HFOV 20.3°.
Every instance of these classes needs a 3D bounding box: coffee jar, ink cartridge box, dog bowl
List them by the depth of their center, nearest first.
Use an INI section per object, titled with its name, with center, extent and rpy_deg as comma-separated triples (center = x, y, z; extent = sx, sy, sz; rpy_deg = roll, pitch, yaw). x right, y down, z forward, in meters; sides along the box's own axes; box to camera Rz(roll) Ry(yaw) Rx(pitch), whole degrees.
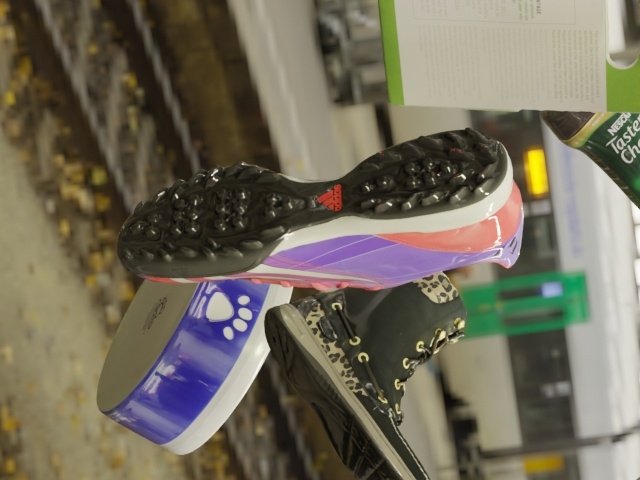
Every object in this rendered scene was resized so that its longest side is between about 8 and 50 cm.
[ink cartridge box]
center = 0.185, -0.215, 1.599
extent = 0.097, 0.255, 0.189
rpy_deg = -68, 157, -49
[coffee jar]
center = 0.324, -0.106, 1.879
extent = 0.184, 0.096, 0.079
rpy_deg = 39, 3, -11
[dog bowl]
center = -0.143, 0.102, 2.011
extent = 0.265, 0.104, 0.265
rpy_deg = -52, -161, 26

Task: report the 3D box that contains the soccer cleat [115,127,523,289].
[soccer cleat]
center = 0.000, 0.000, 1.384
extent = 0.116, 0.318, 0.108
rpy_deg = 67, 17, -44

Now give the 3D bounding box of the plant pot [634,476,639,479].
[plant pot]
center = 0.298, 0.272, 1.339
extent = 0.284, 0.284, 0.191
rpy_deg = 23, 81, -83

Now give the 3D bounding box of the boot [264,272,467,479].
[boot]
center = 0.078, 0.125, 1.665
extent = 0.236, 0.178, 0.085
rpy_deg = 53, -28, 19
